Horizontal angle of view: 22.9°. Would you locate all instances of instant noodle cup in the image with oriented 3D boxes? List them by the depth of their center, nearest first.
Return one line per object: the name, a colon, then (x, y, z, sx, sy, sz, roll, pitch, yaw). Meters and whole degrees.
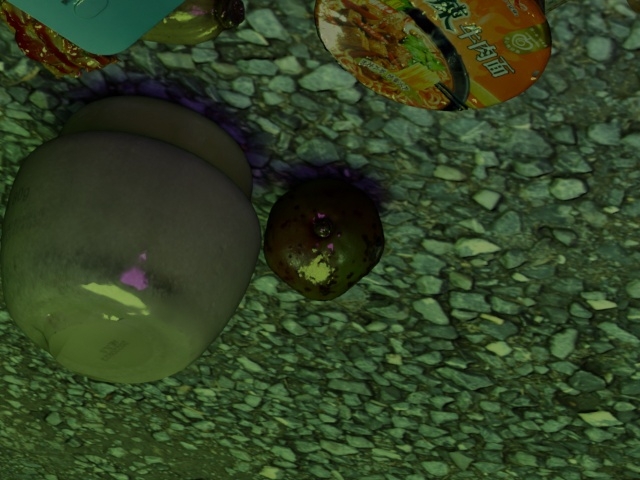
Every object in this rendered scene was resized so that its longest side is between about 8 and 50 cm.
instant noodle cup: (0.123, -0.267, 1.551, 0.230, 0.182, 0.230, 10, 148, 6)

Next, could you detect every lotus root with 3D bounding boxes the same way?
lotus root: (-0.166, -0.265, 1.767, 0.183, 0.077, 0.090, 8, 156, 20)

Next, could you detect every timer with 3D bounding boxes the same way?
timer: (-0.238, -0.314, 1.593, 0.232, 0.091, 0.250, -34, 145, 29)

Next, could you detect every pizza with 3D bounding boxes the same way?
pizza: (-0.301, -0.234, 1.831, 0.199, 0.062, 0.188, 17, 158, 39)

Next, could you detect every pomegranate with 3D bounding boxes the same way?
pomegranate: (0.000, 0.000, 2.058, 0.159, 0.159, 0.205, 19, 176, -7)

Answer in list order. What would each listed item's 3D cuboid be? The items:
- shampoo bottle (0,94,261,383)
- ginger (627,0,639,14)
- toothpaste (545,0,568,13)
shampoo bottle: (-0.241, 0.003, 1.989, 0.323, 0.317, 0.322, 12, 146, 8)
ginger: (0.297, -0.294, 1.539, 0.104, 0.080, 0.204, -13, 137, 28)
toothpaste: (0.186, -0.233, 1.685, 0.268, 0.047, 0.069, -31, 167, 40)
